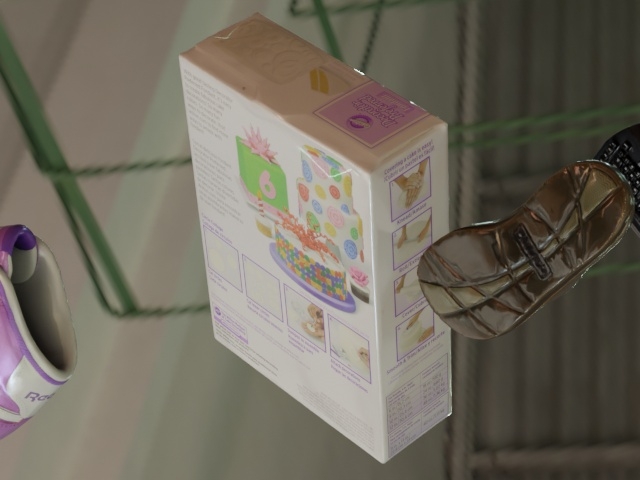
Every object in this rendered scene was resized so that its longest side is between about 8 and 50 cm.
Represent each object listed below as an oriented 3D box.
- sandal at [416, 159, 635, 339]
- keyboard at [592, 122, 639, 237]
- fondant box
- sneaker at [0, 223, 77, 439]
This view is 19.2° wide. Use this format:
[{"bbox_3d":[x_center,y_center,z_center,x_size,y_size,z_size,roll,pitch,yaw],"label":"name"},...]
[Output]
[{"bbox_3d":[0.158,0.005,1.404,0.060,0.219,0.090,-16,-108,-45],"label":"sandal"},{"bbox_3d":[0.289,-0.013,1.517,0.038,0.100,0.192,-22,-115,-42],"label":"keyboard"},{"bbox_3d":[0.000,0.000,1.634,0.096,0.330,0.238,-33,-132,-28],"label":"fondant box"},{"bbox_3d":[-0.263,-0.004,1.209,0.161,0.282,0.102,-34,-171,32],"label":"sneaker"}]
